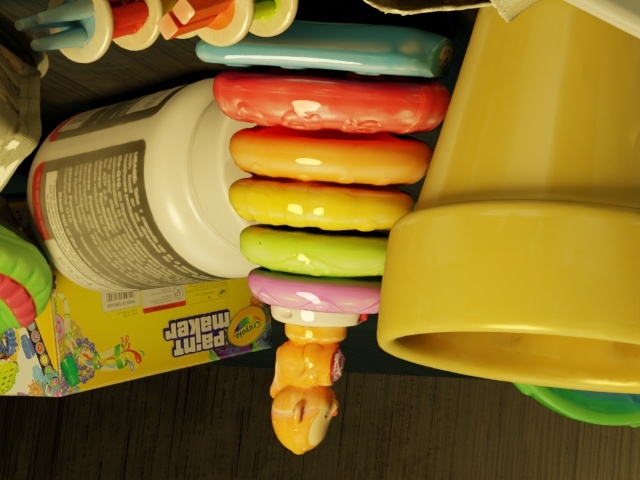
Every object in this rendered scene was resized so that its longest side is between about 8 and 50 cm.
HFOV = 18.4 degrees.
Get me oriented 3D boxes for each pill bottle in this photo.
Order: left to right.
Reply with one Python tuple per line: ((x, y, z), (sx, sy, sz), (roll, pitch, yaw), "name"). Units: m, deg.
((-0.104, -0.045, 1.604), (0.161, 0.161, 0.283), (14, 167, -35), "pill bottle")

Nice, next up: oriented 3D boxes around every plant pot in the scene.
((0.172, -0.035, 1.289), (0.254, 0.239, 0.254), (6, 170, 1), "plant pot")

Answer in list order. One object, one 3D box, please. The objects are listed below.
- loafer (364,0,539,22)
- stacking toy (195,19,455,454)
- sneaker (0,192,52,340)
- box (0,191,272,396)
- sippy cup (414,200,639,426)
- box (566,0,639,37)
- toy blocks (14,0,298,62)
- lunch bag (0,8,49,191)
((0.107, -0.160, 0.984), (0.102, 0.092, 0.268), (43, 155, -20), "loafer")
((0.000, 0.000, 1.369), (0.165, 0.302, 0.175), (5, -176, 10), "stacking toy")
((-0.368, -0.068, 1.532), (0.185, 0.202, 0.483), (-32, 150, -8), "sneaker")
((-0.248, 0.039, 1.897), (0.279, 0.177, 0.290), (-2, -175, 40), "box")
((0.222, 0.035, 1.737), (0.305, 0.240, 0.224), (53, 169, -10), "sippy cup")
((0.121, -0.156, 0.661), (0.345, 0.168, 0.215), (17, -165, -46), "box")
((-0.103, -0.141, 1.224), (0.123, 0.054, 0.148), (2, -165, 35), "toy blocks")
((-0.296, -0.109, 1.189), (0.235, 0.169, 0.287), (35, -169, -17), "lunch bag")
